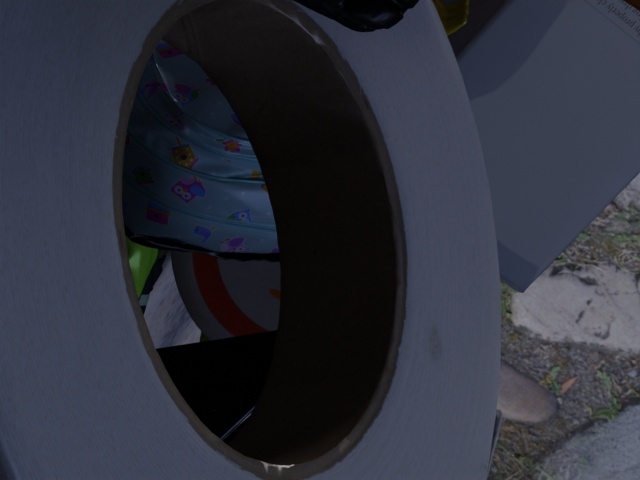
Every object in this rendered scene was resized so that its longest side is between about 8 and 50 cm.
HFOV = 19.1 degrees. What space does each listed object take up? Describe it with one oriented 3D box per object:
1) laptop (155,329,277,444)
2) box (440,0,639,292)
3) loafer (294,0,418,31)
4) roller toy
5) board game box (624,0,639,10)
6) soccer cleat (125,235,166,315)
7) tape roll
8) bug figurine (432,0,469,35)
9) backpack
[{"bbox_3d":[-0.087,0.219,0.956,0.382,0.408,0.236,-38,115,-61],"label":"laptop"},{"bbox_3d":[0.165,-0.176,1.267,0.345,0.168,0.215,-47,-150,18],"label":"box"},{"bbox_3d":[-0.050,-0.155,0.705,0.076,0.223,0.078,-54,-150,-1],"label":"loafer"},{"bbox_3d":[0.000,0.000,1.401,0.209,0.191,0.146,-17,-178,15],"label":"roller toy"},{"bbox_3d":[0.193,-0.332,0.742,0.356,0.356,0.356,-44,166,-51],"label":"board game box"},{"bbox_3d":[-0.138,0.043,1.285,0.072,0.060,0.179,-48,165,-45],"label":"soccer cleat"},{"bbox_3d":[-0.044,0.001,0.802,0.072,0.392,0.392,-9,-160,32],"label":"tape roll"},{"bbox_3d":[0.104,-0.195,1.049,0.279,0.072,0.216,-35,-163,17],"label":"bug figurine"},{"bbox_3d":[-0.045,-0.055,1.122,0.182,0.152,0.115,3,125,-31],"label":"backpack"}]
